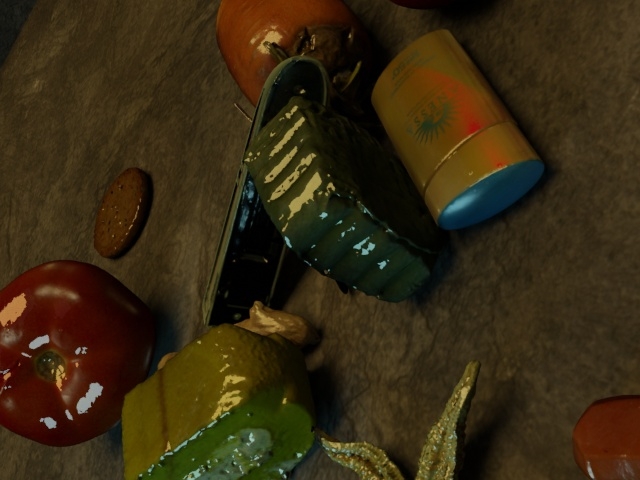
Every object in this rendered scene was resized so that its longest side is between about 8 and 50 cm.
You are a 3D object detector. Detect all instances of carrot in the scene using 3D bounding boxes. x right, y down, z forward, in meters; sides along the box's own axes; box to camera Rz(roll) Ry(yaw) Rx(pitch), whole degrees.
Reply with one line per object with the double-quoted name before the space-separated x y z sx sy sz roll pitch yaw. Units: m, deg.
"carrot" -0.037 -0.263 1.278 0.214 0.193 0.331 -30 46 -7

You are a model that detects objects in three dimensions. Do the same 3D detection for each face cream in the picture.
"face cream" 0.153 -0.131 1.073 0.139 0.067 0.285 -44 41 21

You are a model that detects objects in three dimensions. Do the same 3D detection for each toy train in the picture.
"toy train" -0.072 -0.065 1.208 0.088 0.086 0.407 -107 32 -59

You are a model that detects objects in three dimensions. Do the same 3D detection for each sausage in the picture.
"sausage" 0.273 0.169 0.739 0.179 0.089 0.089 -18 57 58

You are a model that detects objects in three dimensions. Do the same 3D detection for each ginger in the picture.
"ginger" -0.123 0.178 1.238 0.294 0.086 0.131 -32 77 33

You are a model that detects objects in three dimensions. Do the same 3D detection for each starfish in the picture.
"starfish" 0.083 0.318 0.902 0.347 0.078 0.358 -25 52 43

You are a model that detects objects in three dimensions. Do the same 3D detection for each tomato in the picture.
"tomato" -0.404 0.177 1.471 0.226 0.298 0.299 -113 47 -87

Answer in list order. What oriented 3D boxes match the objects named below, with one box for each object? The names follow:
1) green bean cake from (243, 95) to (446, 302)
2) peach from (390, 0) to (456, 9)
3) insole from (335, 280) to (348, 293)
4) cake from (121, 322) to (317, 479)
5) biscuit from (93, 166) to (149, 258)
"green bean cake" 0.032 -0.044 1.059 0.125 0.222 0.227 -43 38 20
"peach" 0.137 -0.376 1.136 0.197 0.197 0.197 -29 50 41
"insole" 0.000 0.000 1.157 0.002 0.153 0.053 -25 7 18
"cake" -0.119 0.223 1.129 0.260 0.179 0.156 -36 48 24
"biscuit" -0.387 -0.054 1.764 0.187 0.027 0.188 -30 49 42
